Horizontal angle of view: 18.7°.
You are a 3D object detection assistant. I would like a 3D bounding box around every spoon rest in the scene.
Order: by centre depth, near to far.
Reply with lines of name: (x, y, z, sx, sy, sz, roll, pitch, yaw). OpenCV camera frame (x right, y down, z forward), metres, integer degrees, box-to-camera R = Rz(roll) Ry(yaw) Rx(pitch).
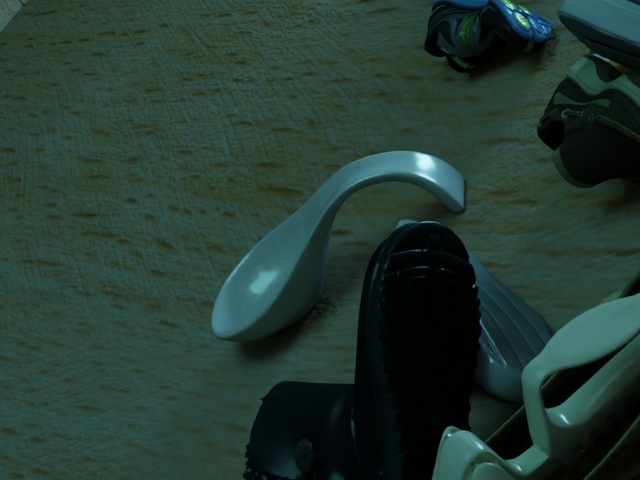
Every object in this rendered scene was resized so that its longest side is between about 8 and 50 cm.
spoon rest: (0.000, 0.000, 1.783, 0.276, 0.084, 0.137, -33, 26, 23)

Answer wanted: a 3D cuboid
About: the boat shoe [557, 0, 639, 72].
boat shoe: (0.297, -0.164, 1.482, 0.094, 0.109, 0.302, -56, 39, 0)

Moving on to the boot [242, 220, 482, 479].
boot: (0.022, 0.113, 1.439, 0.207, 0.094, 0.246, -3, 89, 54)

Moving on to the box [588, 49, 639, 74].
box: (0.278, -0.188, 1.710, 0.081, 0.028, 0.136, -27, 31, 35)

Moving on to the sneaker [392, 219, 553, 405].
sneaker: (0.108, 0.075, 1.511, 0.258, 0.094, 0.091, -121, 49, -63)

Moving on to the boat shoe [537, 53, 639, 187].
boat shoe: (0.233, -0.075, 1.533, 0.095, 0.095, 0.257, -46, 12, 4)

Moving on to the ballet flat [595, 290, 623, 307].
ballet flat: (0.179, 0.101, 1.374, 0.057, 0.049, 0.173, -4, 46, 55)

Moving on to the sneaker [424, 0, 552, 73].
sneaker: (0.161, -0.197, 1.886, 0.188, 0.067, 0.078, 18, 87, 62)

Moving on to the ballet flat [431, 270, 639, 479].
ballet flat: (0.153, 0.132, 1.265, 0.342, 0.124, 0.116, -45, 40, -1)
